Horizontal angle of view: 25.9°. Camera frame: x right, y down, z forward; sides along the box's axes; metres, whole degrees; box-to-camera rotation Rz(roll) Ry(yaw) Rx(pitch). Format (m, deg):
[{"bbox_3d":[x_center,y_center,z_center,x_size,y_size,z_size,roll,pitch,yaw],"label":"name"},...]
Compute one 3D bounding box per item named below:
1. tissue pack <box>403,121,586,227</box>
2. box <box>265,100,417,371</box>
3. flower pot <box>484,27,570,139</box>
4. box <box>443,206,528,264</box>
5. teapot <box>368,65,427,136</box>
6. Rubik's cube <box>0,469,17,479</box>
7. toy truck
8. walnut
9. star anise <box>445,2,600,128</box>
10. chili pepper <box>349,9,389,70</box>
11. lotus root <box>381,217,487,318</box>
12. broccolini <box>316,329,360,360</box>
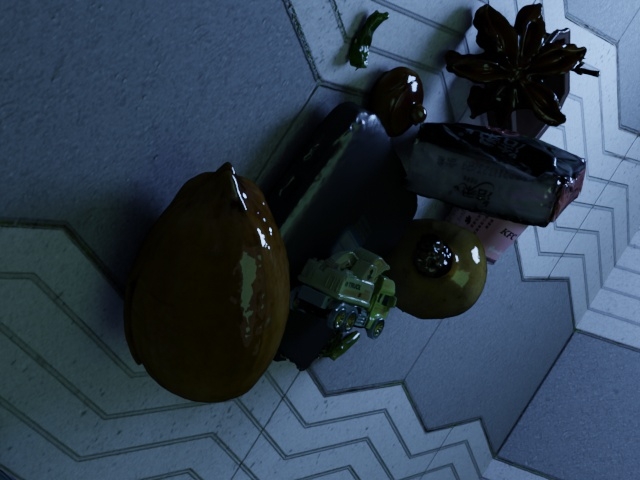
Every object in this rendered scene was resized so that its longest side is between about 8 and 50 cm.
[{"bbox_3d":[0.281,-0.110,2.155,0.332,0.245,0.123,-24,127,-71],"label":"tissue pack"},{"bbox_3d":[0.000,0.000,2.021,0.350,0.091,0.359,-55,156,-8],"label":"box"},{"bbox_3d":[0.342,-0.262,2.364,0.179,0.084,0.251,-51,156,-17],"label":"flower pot"},{"bbox_3d":[0.298,-0.043,2.477,0.135,0.151,0.151,-52,157,11],"label":"box"},{"bbox_3d":[0.119,-0.199,2.017,0.098,0.078,0.129,-50,155,-18],"label":"teapot"},{"bbox_3d":[-0.382,0.423,1.562,0.283,0.293,0.288,-51,157,-10],"label":"Rubik's cube"},{"bbox_3d":[0.038,0.065,1.964,0.191,0.085,0.116,19,96,-61],"label":"toy truck"},{"bbox_3d":[-0.130,0.046,1.693,0.209,0.209,0.336,-32,144,-45],"label":"walnut"},{"bbox_3d":[0.298,-0.266,2.170,0.190,0.220,0.126,-48,-163,-8],"label":"star anise"},{"bbox_3d":[0.062,-0.273,1.891,0.030,0.034,0.091,-93,-155,-72],"label":"chili pepper"},{"bbox_3d":[0.181,0.042,2.254,0.183,0.182,0.310,-55,175,-5],"label":"lotus root"},{"bbox_3d":[0.034,0.141,2.290,0.123,0.062,0.271,-43,168,8],"label":"broccolini"}]
